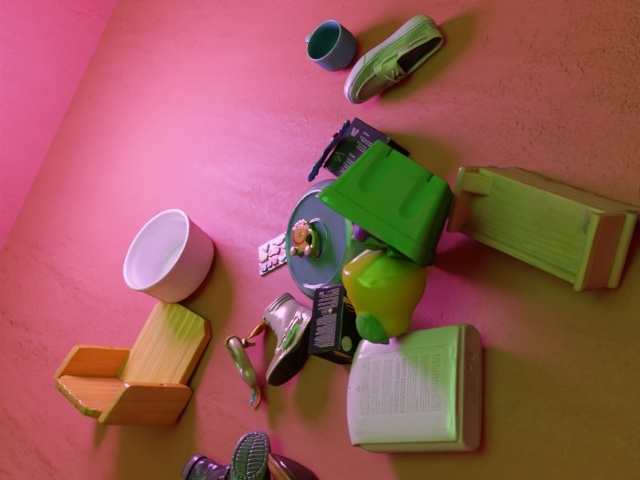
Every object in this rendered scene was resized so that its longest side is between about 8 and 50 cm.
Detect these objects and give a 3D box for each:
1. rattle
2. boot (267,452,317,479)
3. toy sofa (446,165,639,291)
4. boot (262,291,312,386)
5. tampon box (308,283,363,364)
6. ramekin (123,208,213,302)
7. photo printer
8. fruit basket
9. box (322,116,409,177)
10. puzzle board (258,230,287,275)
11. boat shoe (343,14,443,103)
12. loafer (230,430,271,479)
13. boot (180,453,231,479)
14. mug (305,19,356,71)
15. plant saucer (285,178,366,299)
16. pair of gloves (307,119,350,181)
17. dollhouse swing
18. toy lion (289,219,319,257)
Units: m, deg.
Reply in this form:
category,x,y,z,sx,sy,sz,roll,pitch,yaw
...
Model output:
category,x,y,z,sx,sy,sz,roll,pitch,yaw
rattle,-0.158,0.324,1.996,0.199,0.143,0.130,53,142,29
boot,-0.072,0.636,1.717,0.283,0.109,0.220,35,100,40
toy sofa,0.443,-0.035,1.524,0.362,0.177,0.150,29,116,48
boot,-0.098,0.249,1.941,0.165,0.077,0.213,31,88,47
tampon box,0.053,0.197,1.784,0.101,0.120,0.161,-14,61,40
ramekin,-0.454,0.055,2.319,0.277,0.135,0.277,-23,48,28
photo printer,0.187,0.316,1.604,0.307,0.107,0.256,-16,59,40
fruit basket,0.126,0.012,1.605,0.283,0.392,0.392,34,96,12
box,0.115,-0.206,1.946,0.158,0.093,0.156,-56,43,9
puzzle board,-0.127,0.033,2.125,0.128,0.011,0.096,-28,53,31
boat shoe,0.188,-0.462,1.997,0.302,0.109,0.094,-43,48,17
loafer,-0.165,0.579,1.814,0.094,0.087,0.251,1,57,10
boot,-0.276,0.660,1.897,0.229,0.091,0.263,2,70,46
mug,0.036,-0.561,2.199,0.129,0.097,0.157,-38,47,25
plant saucer,0.000,0.000,1.928,0.317,0.044,0.317,-7,81,52
pair of gloves,0.025,-0.241,2.031,0.159,0.023,0.198,-55,0,31
dollhouse swing,-0.542,0.325,2.203,0.347,0.315,0.305,21,96,48
toy lion,-0.040,-0.006,1.923,0.100,0.034,0.096,-3,76,52
